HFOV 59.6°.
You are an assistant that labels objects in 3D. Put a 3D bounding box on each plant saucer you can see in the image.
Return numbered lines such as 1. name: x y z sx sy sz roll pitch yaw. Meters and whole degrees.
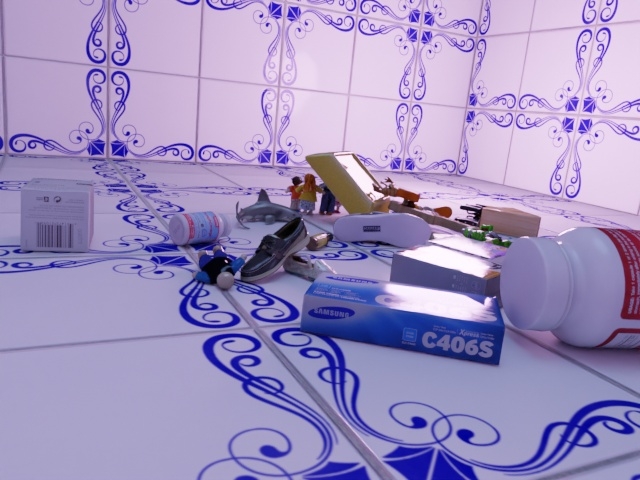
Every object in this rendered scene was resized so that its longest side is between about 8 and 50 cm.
1. plant saucer: 0.128 -0.213 2.058 0.332 0.081 0.333 52 24 5

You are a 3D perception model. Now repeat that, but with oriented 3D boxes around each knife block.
1. knife block: 0.657 -0.077 2.124 0.242 0.088 0.275 1 14 -15

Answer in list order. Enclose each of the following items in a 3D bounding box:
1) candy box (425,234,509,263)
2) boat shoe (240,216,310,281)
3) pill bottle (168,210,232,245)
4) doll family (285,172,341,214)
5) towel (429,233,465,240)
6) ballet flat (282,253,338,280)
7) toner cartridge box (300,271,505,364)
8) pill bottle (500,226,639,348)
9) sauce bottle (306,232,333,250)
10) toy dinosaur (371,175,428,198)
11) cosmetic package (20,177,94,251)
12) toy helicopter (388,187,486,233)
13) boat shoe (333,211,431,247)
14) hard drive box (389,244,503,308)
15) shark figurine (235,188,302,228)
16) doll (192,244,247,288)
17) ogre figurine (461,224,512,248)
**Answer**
1. candy box: 0.410 0.046 1.537 0.196 0.070 0.165 18 18 40
2. boat shoe: -0.111 0.016 1.307 0.080 0.073 0.223 9 34 40
3. pill bottle: -0.327 -0.036 1.537 0.087 0.087 0.160 17 18 41
4. doll family: 0.003 -0.180 2.117 0.263 0.163 0.118 0 14 -24
5. towel: 0.427 0.005 1.810 0.148 0.027 0.110 6 14 -4
6. ballet flat: -0.022 0.063 1.321 0.168 0.052 0.057 14 15 30
7. toner cartridge box: 0.151 0.136 1.037 0.348 0.075 0.165 8 12 10
8. pill bottle: 0.570 0.091 1.066 0.408 0.228 0.229 4 13 -9
9. sauce bottle: 0.000 0.000 1.625 0.042 0.042 0.128 12 13 26
10. toy dinosaur: 0.276 -0.178 2.067 0.212 0.064 0.112 7 36 -17
11. cosmetic package: -0.648 -0.067 1.391 0.151 0.151 0.184 2 14 -20
12. toy helicopter: 0.415 -0.072 2.003 0.355 0.140 0.235 20 7 12
13. boat shoe: 0.191 -0.040 1.757 0.302 0.108 0.102 -1 14 4
14. hard drive box: 0.305 0.086 1.282 0.232 0.089 0.181 16 16 38
15. shark figurine: -0.211 -0.115 1.877 0.166 0.116 0.278 15 15 41
16. doll: -0.225 0.059 1.253 0.129 0.046 0.189 -19 22 -13
17. ogre figurine: 0.513 0.004 1.697 0.197 0.096 0.118 0 15 -19
